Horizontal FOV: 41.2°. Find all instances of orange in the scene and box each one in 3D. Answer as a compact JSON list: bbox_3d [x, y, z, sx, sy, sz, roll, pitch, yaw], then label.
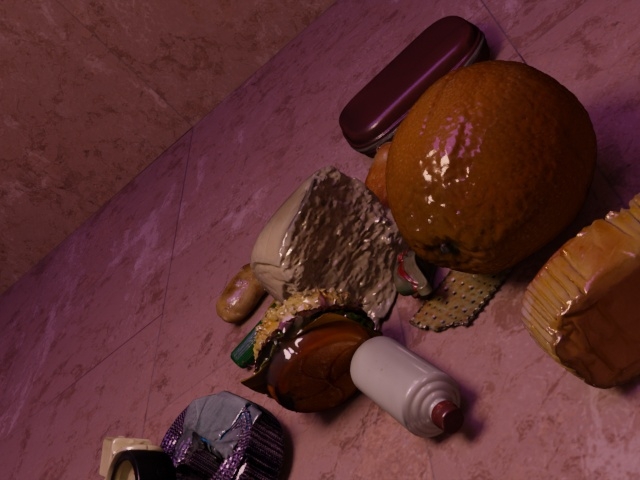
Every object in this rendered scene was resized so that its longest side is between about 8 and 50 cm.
[{"bbox_3d":[0.268,-0.113,1.367,0.322,0.322,0.357,-14,36,48],"label":"orange"}]

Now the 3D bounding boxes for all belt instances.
[{"bbox_3d":[-0.192,0.407,1.556,0.325,0.122,0.260,4,62,61],"label":"belt"}]

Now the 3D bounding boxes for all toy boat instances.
[{"bbox_3d":[0.176,0.056,1.530,0.071,0.089,0.185,-23,18,23],"label":"toy boat"}]

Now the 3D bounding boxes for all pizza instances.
[{"bbox_3d":[0.177,-0.118,1.784,0.182,0.074,0.365,-43,27,4],"label":"pizza"}]

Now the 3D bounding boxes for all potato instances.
[{"bbox_3d":[-0.176,0.118,1.978,0.170,0.080,0.107,-55,15,-13],"label":"potato"}]

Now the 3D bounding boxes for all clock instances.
[{"bbox_3d":[-0.338,0.542,1.482,0.276,0.120,0.378,-5,74,59],"label":"clock"}]

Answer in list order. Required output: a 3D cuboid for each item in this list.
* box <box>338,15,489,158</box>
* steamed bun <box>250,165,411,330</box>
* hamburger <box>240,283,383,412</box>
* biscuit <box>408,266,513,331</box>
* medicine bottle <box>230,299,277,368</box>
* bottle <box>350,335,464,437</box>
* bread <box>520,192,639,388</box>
[{"bbox_3d":[0.219,-0.363,2.021,0.404,0.108,0.263,-42,26,9],"label":"box"},{"bbox_3d":[0.000,0.000,1.621,0.274,0.272,0.290,9,50,46],"label":"steamed bun"},{"bbox_3d":[-0.016,0.191,1.468,0.262,0.243,0.138,-45,44,10],"label":"hamburger"},{"bbox_3d":[0.249,0.082,1.459,0.203,0.016,0.144,-50,26,-8],"label":"biscuit"},{"bbox_3d":[-0.088,0.163,1.795,0.260,0.064,0.095,-46,35,1],"label":"medicine bottle"},{"bbox_3d":[0.141,0.231,1.316,0.104,0.104,0.245,-50,25,-7],"label":"bottle"},{"bbox_3d":[0.385,0.066,1.098,0.250,0.179,0.133,-43,22,8],"label":"bread"}]
